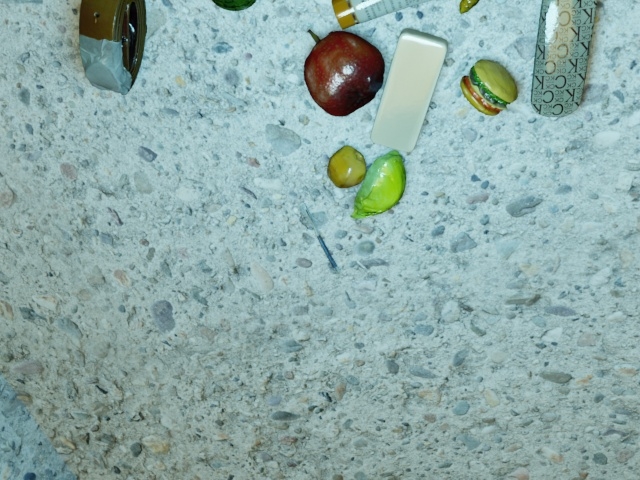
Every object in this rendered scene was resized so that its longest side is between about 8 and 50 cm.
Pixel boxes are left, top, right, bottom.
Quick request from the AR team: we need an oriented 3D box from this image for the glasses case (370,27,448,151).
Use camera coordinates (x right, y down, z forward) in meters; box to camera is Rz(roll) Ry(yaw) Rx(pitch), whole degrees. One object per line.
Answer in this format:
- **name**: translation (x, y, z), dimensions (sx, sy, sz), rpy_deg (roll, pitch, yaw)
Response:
- **glasses case**: translation (0.252, -0.428, 1.844), dimensions (0.144, 0.076, 0.336), rpy_deg (18, 123, 3)

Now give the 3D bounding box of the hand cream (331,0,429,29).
- **hand cream**: translation (0.185, -0.672, 1.712), dimensions (0.315, 0.089, 0.139), rpy_deg (-15, 117, 16)

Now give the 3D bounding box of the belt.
- **belt**: translation (-0.601, -0.599, 1.863), dimensions (0.122, 0.217, 0.338), rpy_deg (17, 124, 4)

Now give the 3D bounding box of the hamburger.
- **hamburger**: translation (0.464, -0.420, 1.755), dimensions (0.162, 0.162, 0.115), rpy_deg (37, 128, -10)

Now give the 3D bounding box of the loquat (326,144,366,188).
- **loquat**: translation (0.080, -0.225, 1.990), dimensions (0.137, 0.113, 0.137), rpy_deg (25, 128, 36)

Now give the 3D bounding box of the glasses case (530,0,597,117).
- **glasses case**: translation (0.643, -0.502, 1.700), dimensions (0.137, 0.085, 0.354), rpy_deg (4, 121, 12)

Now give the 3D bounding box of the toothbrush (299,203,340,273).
- **toothbrush**: translation (0.000, 0.000, 2.190), dimensions (0.026, 0.024, 0.288), rpy_deg (-18, 115, 23)

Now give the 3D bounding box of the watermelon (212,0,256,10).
- **watermelon**: translation (-0.261, -0.708, 1.766), dimensions (0.188, 0.140, 0.140), rpy_deg (8, 122, 13)

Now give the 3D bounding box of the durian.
- **durian**: translation (0.188, -0.165, 1.993), dimensions (0.139, 0.101, 0.250), rpy_deg (14, 124, -15)

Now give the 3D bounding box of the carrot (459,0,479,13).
- **carrot**: translation (0.459, -0.712, 1.631), dimensions (0.066, 0.066, 0.314), rpy_deg (33, 122, -7)

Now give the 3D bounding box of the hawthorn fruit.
- **hawthorn fruit**: translation (0.048, -0.491, 1.788), dimensions (0.230, 0.210, 0.266), rpy_deg (-36, 92, 34)
